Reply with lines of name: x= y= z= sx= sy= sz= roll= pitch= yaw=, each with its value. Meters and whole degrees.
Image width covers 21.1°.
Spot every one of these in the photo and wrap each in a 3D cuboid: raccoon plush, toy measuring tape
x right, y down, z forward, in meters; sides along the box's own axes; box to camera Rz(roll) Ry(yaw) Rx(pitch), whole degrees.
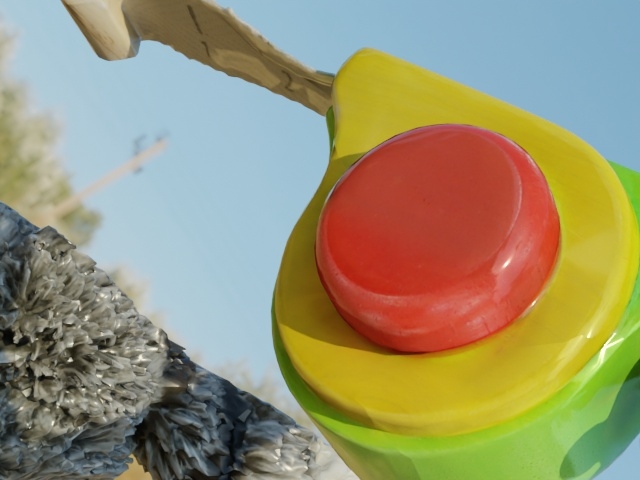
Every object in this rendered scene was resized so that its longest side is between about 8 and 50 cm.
raccoon plush: x=-0.204 y=0.151 z=0.961 sx=0.446 sy=0.299 sz=0.216 roll=31 pitch=-16 yaw=-7
toy measuring tape: x=0.000 y=0.000 z=0.544 sx=0.330 sy=0.121 sz=0.121 roll=27 pitch=-31 yaw=37
